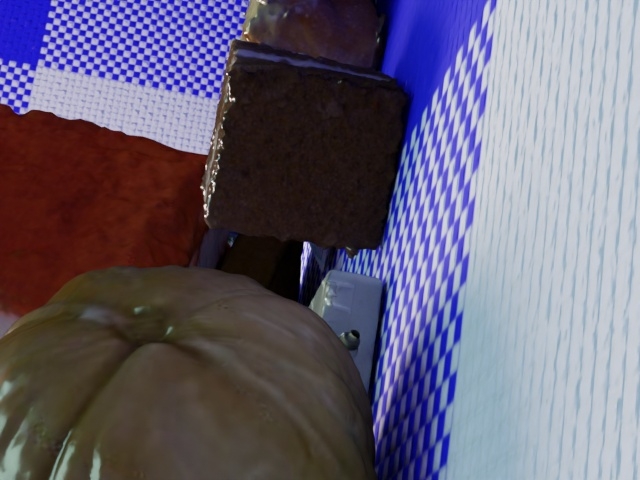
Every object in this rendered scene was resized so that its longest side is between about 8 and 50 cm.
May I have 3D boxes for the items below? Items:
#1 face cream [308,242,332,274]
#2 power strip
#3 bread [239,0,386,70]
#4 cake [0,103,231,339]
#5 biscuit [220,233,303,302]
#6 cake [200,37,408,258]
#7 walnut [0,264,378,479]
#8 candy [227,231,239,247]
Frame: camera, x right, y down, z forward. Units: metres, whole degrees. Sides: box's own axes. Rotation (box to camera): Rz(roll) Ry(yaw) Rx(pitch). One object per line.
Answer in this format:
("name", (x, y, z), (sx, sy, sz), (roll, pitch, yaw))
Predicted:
("face cream", (0.000, 0.000, 1.361), (0.115, 0.020, 0.038), (-112, 34, -77))
("power strip", (-0.007, 0.116, 1.129), (0.367, 0.043, 0.106), (117, 162, -71))
("bread", (-0.017, -0.164, 1.331), (0.244, 0.123, 0.190), (127, 155, -73))
("cake", (-0.236, 0.078, 1.339), (0.270, 0.270, 0.319), (-71, -9, -49))
("biscuit", (-0.075, 0.137, 1.405), (0.381, 0.074, 0.358), (-58, -22, -84))
("cake", (-0.018, -0.071, 1.099), (0.147, 0.135, 0.134), (-131, 52, -76))
("walnut", (-0.092, 0.171, 0.851), (0.277, 0.252, 0.313), (-88, 0, -52))
("candy", (-0.126, 0.142, 1.967), (0.061, 0.088, 0.312), (-153, 74, -79))
